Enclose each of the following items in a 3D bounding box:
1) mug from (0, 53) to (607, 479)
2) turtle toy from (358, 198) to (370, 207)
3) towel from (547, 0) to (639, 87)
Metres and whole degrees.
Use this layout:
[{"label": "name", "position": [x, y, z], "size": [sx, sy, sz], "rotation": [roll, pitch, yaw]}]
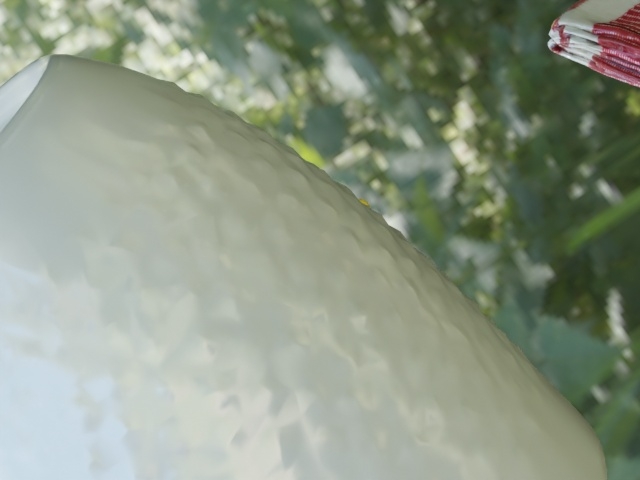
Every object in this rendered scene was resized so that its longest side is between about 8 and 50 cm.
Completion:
[{"label": "mug", "position": [-0.070, 0.063, 0.962], "size": [0.328, 0.276, 0.374], "rotation": [45, -166, -17]}, {"label": "turtle toy", "position": [0.000, 0.000, 1.594], "size": [0.095, 0.066, 0.130], "rotation": [-9, 117, 53]}, {"label": "towel", "position": [0.348, -0.145, 1.252], "size": [0.329, 0.237, 0.037], "rotation": [23, 136, 32]}]
